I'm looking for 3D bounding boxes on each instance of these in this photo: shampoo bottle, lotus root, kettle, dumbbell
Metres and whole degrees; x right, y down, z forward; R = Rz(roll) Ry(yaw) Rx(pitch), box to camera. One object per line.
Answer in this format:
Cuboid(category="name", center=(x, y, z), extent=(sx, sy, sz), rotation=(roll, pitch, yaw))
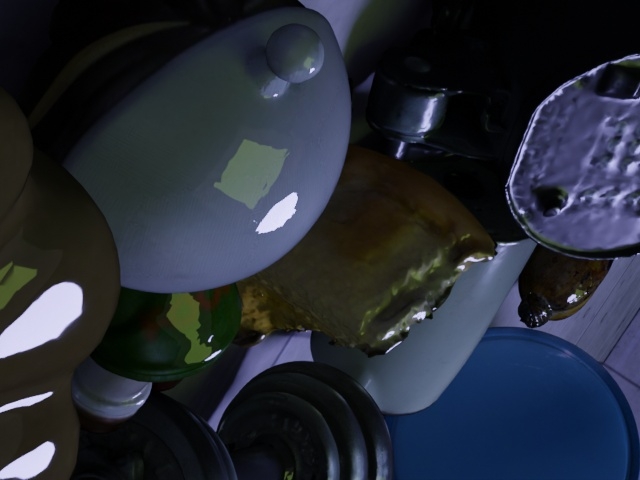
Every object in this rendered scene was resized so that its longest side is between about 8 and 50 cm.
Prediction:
Cuboid(category="shampoo bottle", center=(0.259, 0.325, 1.727), extent=(0.331, 0.331, 0.342), rotation=(-50, 160, -13))
Cuboid(category="lotus root", center=(0.351, 0.046, 1.809), extent=(0.209, 0.120, 0.120), rotation=(-45, 157, -22))
Cuboid(category="kettle", center=(0.105, 0.025, 1.186), extent=(0.240, 0.165, 0.255), rotation=(-47, 162, -50))
Cuboid(category="dumbbell", center=(-0.078, 0.192, 0.999), extent=(0.179, 0.179, 0.406), rotation=(-60, 156, 12))

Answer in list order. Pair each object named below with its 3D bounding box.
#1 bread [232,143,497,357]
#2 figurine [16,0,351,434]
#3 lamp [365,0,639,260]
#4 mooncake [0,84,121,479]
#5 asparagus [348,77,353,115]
Cuboid(category="bread", center=(-0.007, -0.006, 0.949), extent=(0.174, 0.252, 0.133), rotation=(-42, 112, -27))
Cuboid(category="figurine", center=(-0.090, -0.016, 0.713), extent=(0.281, 0.167, 0.370), rotation=(-33, 159, -36))
Cuboid(category="lamp", center=(0.238, -0.129, 1.062), extent=(0.272, 0.374, 0.205), rotation=(-72, 178, -52))
Cuboid(category="mooncake", center=(-0.247, 0.068, 0.444), extent=(0.378, 0.201, 0.378), rotation=(-46, 157, -25))
Cuboid(category="asparagus", center=(0.015, -0.071, 1.052), extent=(0.016, 0.013, 0.166), rotation=(-28, 147, -31))
